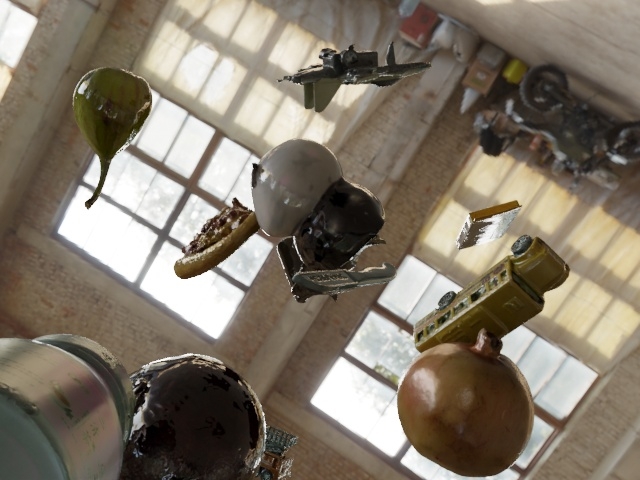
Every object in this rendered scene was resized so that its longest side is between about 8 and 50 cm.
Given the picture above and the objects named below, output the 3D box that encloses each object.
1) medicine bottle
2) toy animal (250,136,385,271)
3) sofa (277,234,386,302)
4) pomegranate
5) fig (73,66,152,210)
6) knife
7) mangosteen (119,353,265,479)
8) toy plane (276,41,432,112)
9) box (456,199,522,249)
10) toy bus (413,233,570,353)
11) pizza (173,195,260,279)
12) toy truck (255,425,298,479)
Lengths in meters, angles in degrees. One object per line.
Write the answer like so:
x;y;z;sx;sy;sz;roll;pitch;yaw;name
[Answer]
-0.334;0.223;0.719;0.245;0.244;0.290;31;-177;-3;medicine bottle
-0.014;-0.068;1.181;0.235;0.165;0.187;41;-127;-2;toy animal
0.000;0.000;1.607;0.182;0.258;0.200;10;-138;-35;sofa
0.276;0.295;1.255;0.252;0.270;0.229;21;-174;-12;pomegranate
-0.267;-0.130;0.801;0.093;0.166;0.093;30;-175;-3;fig
0.034;0.039;0.710;0.028;0.015;0.210;52;-156;18;knife
-0.226;0.339;1.098;0.297;0.297;0.293;-117;5;-68;mangosteen
0.067;-0.275;1.065;0.262;0.088;0.192;-23;-154;-22;toy plane
0.431;-0.042;1.731;0.247;0.129;0.033;84;170;-71;box
0.344;0.136;1.373;0.121;0.335;0.123;43;-152;-9;toy bus
-0.251;-0.024;1.692;0.081;0.290;0.228;48;-158;-22;pizza
-0.155;0.509;1.643;0.178;0.115;0.080;15;177;21;toy truck
